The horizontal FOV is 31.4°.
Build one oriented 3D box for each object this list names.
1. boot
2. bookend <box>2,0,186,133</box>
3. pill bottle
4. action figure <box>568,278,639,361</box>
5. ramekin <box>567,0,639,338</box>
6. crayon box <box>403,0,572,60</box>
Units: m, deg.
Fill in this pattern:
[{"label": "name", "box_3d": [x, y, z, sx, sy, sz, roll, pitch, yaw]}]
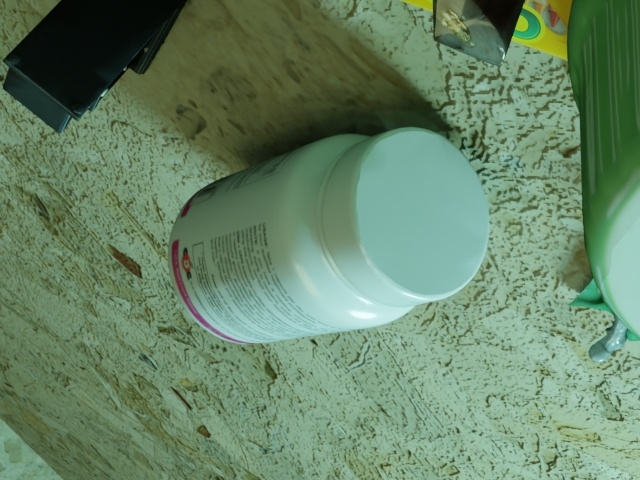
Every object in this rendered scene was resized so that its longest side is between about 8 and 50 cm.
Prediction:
[{"label": "boot", "box_3d": [0.070, -0.150, 0.530, 0.106, 0.114, 0.037, 45, 149, -21]}, {"label": "bookend", "box_3d": [-0.199, -0.148, 0.959, 0.072, 0.157, 0.156, 39, 151, -7]}, {"label": "pill bottle", "box_3d": [0.000, 0.000, 0.971, 0.160, 0.160, 0.283, 45, 151, -19]}, {"label": "action figure", "box_3d": [0.257, 0.028, 0.850, 0.137, 0.063, 0.232, 28, 148, 20]}, {"label": "ramekin", "box_3d": [0.265, -0.043, 0.533, 0.303, 0.148, 0.303, 9, 146, 6]}, {"label": "crayon box", "box_3d": [0.086, -0.209, 0.634, 0.278, 0.081, 0.165, 24, 150, 19]}]
